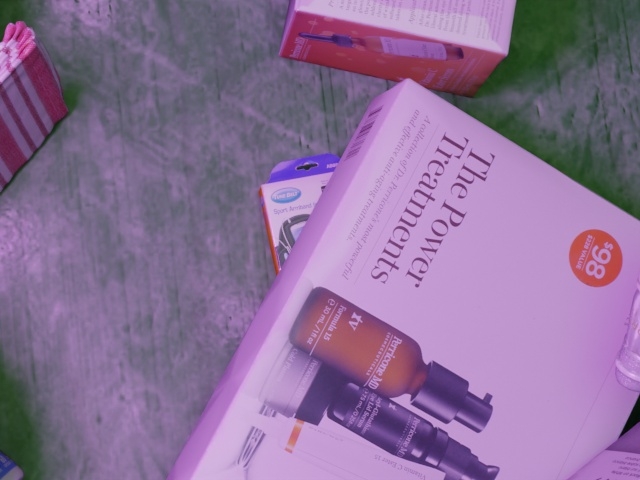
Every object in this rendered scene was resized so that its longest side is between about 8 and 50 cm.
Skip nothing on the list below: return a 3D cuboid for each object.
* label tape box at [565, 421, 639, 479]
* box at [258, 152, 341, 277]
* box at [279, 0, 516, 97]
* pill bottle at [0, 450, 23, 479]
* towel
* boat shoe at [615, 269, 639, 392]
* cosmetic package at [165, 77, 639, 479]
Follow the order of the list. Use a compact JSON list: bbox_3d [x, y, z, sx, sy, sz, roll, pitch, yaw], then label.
[{"bbox_3d":[0.228,0.302,1.393,0.333,0.106,0.241,-34,104,-23],"label":"label tape box"},{"bbox_3d":[0.000,0.000,1.527,0.081,0.028,0.136,-10,78,-10],"label":"box"},{"bbox_3d":[0.062,-0.189,1.520,0.170,0.130,0.091,11,78,-4],"label":"box"},{"bbox_3d":[-0.299,0.159,1.430,0.137,0.078,0.078,42,77,2],"label":"pill bottle"},{"bbox_3d":[-0.271,-0.065,1.448,0.029,0.144,0.197,35,76,14],"label":"towel"},{"bbox_3d":[0.331,0.064,1.457,0.118,0.320,0.103,35,109,32],"label":"boat shoe"},{"bbox_3d":[0.088,0.109,1.465,0.284,0.097,0.377,31,77,-11],"label":"cosmetic package"}]
